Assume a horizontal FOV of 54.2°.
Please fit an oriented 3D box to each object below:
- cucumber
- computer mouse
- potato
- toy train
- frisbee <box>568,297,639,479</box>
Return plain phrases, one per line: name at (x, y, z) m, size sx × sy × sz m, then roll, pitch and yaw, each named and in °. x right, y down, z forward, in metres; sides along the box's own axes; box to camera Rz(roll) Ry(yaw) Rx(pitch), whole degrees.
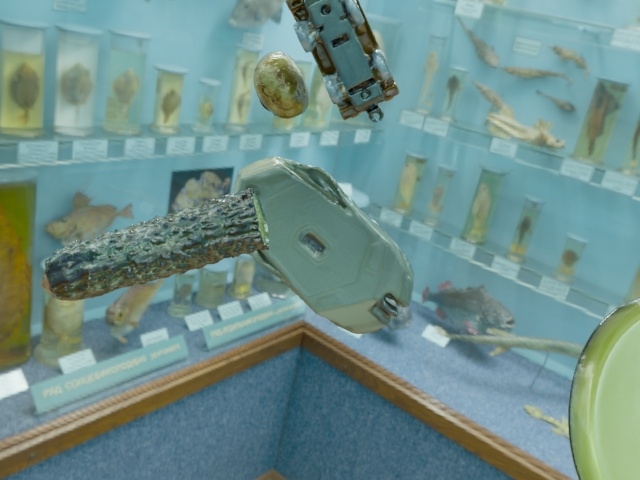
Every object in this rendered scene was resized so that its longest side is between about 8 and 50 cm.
cucumber at (-0.253, 0.013, 0.905) m, size 0.359 × 0.096 × 0.096 m, roll -15°, pitch 20°, yaw 7°
computer mouse at (0.002, 0.001, 1.263) m, size 0.429 × 0.228 × 0.145 m, roll 44°, pitch 11°, yaw -7°
potato at (-0.065, -0.247, 0.997) m, size 0.080 × 0.107 × 0.170 m, roll -14°, pitch 26°, yaw -2°
toy train at (0.030, -0.261, 0.840) m, size 0.089 × 0.219 × 0.127 m, roll -26°, pitch 24°, yaw 11°
frisbee at (0.317, 0.164, 0.554) m, size 0.236 × 0.235 × 0.017 m, roll 3°, pitch -10°, yaw -21°
